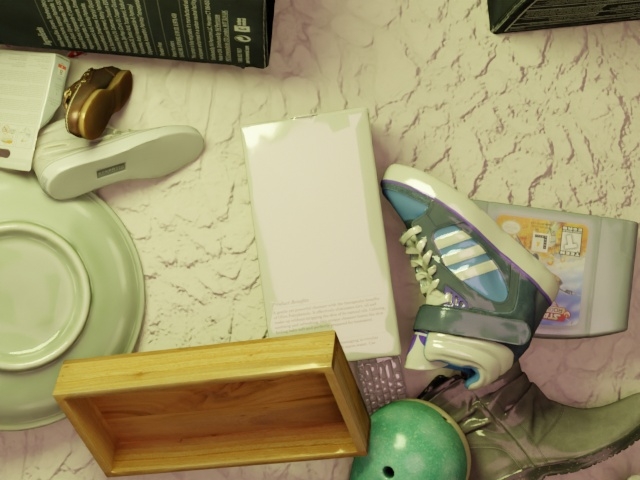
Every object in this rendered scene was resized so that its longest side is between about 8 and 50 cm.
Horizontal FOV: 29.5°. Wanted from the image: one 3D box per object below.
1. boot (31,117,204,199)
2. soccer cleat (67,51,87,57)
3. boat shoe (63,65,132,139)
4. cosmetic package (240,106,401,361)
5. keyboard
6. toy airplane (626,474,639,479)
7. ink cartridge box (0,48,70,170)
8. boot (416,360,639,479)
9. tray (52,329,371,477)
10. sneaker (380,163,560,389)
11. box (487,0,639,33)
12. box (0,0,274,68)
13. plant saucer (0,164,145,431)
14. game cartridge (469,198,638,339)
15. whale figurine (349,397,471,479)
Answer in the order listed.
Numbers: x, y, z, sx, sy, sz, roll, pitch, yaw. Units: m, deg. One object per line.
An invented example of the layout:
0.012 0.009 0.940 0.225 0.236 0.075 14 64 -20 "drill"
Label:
-0.314 -0.152 1.838 0.258 0.095 0.123 -16 54 -25 "boot"
-0.358 -0.312 1.867 0.083 0.029 0.036 -39 83 -4 "soccer cleat"
-0.340 -0.204 1.788 0.073 0.207 0.073 10 114 5 "boat shoe"
0.000 0.000 1.813 0.197 0.155 0.366 -6 88 -1 "cosmetic package"
0.098 0.231 1.898 0.072 0.014 0.256 -12 92 -2 "keyboard"
0.462 0.554 1.821 0.384 0.272 0.386 -8 55 -12 "toy airplane"
-0.456 -0.194 1.817 0.145 0.045 0.179 9 87 27 "ink cartridge box"
0.334 0.250 1.862 0.338 0.118 0.223 -24 87 -6 "boot"
-0.151 0.239 1.750 0.410 0.076 0.203 -8 132 14 "tray"
0.166 0.068 1.769 0.323 0.130 0.236 38 78 0 "sneaker"
0.402 -0.422 1.759 0.296 0.294 0.183 -6 89 -2 "box"
-0.286 -0.522 1.691 0.471 0.297 0.480 4 78 0 "box"
-0.449 0.083 1.782 0.400 0.100 0.401 1 88 -18 "plant saucer"
0.329 0.049 1.862 0.297 0.062 0.198 7 78 2 "game cartridge"
0.099 0.364 1.815 0.216 0.141 0.272 45 110 16 "whale figurine"
